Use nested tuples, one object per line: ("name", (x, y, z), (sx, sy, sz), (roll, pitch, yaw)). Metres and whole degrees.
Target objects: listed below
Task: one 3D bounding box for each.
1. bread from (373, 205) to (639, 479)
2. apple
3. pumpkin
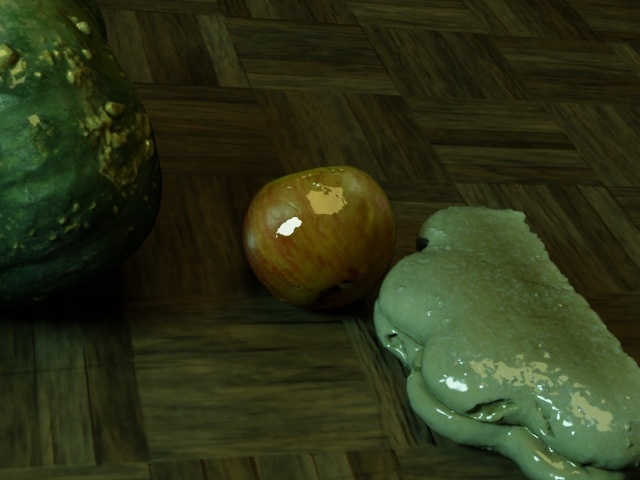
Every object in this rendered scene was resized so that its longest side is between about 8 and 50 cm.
("bread", (0.151, 0.086, 0.977), (0.183, 0.102, 0.337), (-2, 37, -21))
("apple", (0.000, 0.000, 1.021), (0.146, 0.146, 0.146), (9, 35, -6))
("pumpkin", (-0.278, -0.100, 0.936), (0.257, 0.291, 0.328), (-20, 34, -16))
